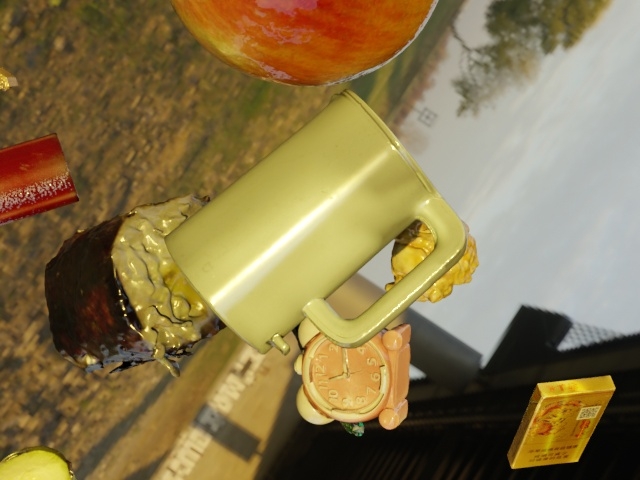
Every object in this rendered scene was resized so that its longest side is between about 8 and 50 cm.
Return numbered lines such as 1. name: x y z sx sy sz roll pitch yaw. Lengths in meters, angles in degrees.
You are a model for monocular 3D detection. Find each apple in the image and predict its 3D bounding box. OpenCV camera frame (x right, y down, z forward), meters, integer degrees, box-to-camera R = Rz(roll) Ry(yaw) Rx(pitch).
1. apple: -0.005 -0.299 1.231 0.254 0.346 0.179 108 -34 -44

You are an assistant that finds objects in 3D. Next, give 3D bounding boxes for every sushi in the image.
1. sushi: -0.315 0.083 1.769 0.294 0.281 0.299 -15 -164 45

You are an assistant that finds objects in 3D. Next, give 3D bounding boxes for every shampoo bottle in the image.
1. shampoo bottle: -0.460 -0.060 1.317 0.260 0.102 0.064 -18 170 -12

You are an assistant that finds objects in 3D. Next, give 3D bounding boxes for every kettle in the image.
1. kettle: -0.009 -0.011 1.293 0.318 0.205 0.265 -40 -139 0

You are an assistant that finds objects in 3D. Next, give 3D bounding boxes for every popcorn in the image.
1. popcorn: 0.192 0.034 1.716 0.194 0.140 0.163 -9 108 -63

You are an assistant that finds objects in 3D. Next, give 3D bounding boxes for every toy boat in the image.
1. toy boat: -0.705 -0.296 2.014 0.206 0.072 0.064 -13 -174 22

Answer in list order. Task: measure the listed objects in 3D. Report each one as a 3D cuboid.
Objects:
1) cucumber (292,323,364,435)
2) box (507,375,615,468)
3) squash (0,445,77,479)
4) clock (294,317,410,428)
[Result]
1. cucumber: 0.011 0.263 1.904 0.043 0.256 0.044 -3 146 -49
2. box: 0.271 0.209 1.135 0.156 0.089 0.022 94 -14 -48
3. squash: -0.327 0.403 1.268 0.137 0.137 0.287 -58 143 -41
4. clock: 0.044 0.181 1.408 0.093 0.162 0.165 -19 112 -71
